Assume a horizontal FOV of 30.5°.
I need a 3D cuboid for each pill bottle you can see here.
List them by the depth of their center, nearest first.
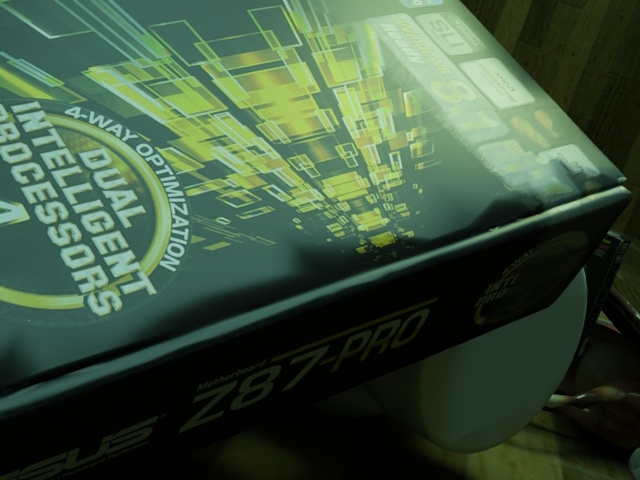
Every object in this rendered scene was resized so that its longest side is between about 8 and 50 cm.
[{"bbox_3d":[0.000,0.000,0.725,0.176,0.176,0.318,11,13,-44],"label":"pill bottle"}]

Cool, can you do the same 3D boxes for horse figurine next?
[{"bbox_3d":[0.194,0.105,0.881,0.174,0.066,0.263,12,13,-13],"label":"horse figurine"}]

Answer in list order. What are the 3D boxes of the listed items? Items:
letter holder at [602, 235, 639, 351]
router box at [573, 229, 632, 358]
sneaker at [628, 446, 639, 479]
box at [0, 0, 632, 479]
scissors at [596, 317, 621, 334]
[{"bbox_3d":[0.323,0.053,0.941,0.214,0.152,0.302,47,7,-7],"label":"letter holder"},{"bbox_3d":[0.147,0.018,0.841,0.122,0.092,0.038,25,11,23],"label":"router box"},{"bbox_3d":[0.251,0.167,0.739,0.119,0.047,0.057,25,-9,19],"label":"sneaker"},{"bbox_3d":[-0.101,-0.095,0.531,0.318,0.097,0.395,-15,57,-36],"label":"box"},{"bbox_3d":[0.420,0.133,1.324,0.297,0.021,0.109,16,8,-18],"label":"scissors"}]
